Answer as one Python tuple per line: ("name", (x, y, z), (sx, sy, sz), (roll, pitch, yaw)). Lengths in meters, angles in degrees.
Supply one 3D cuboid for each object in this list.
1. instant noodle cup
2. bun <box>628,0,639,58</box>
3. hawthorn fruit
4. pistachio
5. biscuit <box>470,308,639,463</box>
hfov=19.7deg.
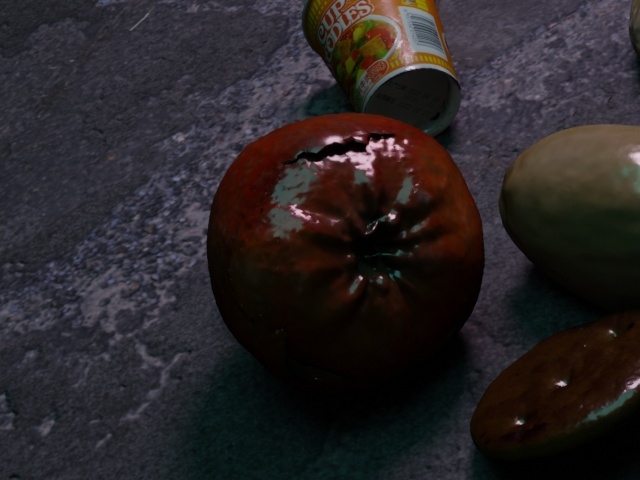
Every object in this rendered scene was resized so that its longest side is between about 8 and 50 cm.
("instant noodle cup", (0.080, -0.207, 2.089), (0.168, 0.168, 0.185), (-21, 47, 2))
("bun", (0.460, -0.278, 1.983), (0.287, 0.146, 0.287), (-13, 38, 10))
("hawthorn fruit", (0.000, 0.000, 1.810), (0.276, 0.276, 0.307), (-36, 26, -17))
("pistachio", (0.304, -0.019, 1.755), (0.293, 0.181, 0.162), (18, 17, 35))
("biscuit", (0.228, 0.129, 1.662), (0.212, 0.036, 0.212), (-27, 17, 9))
